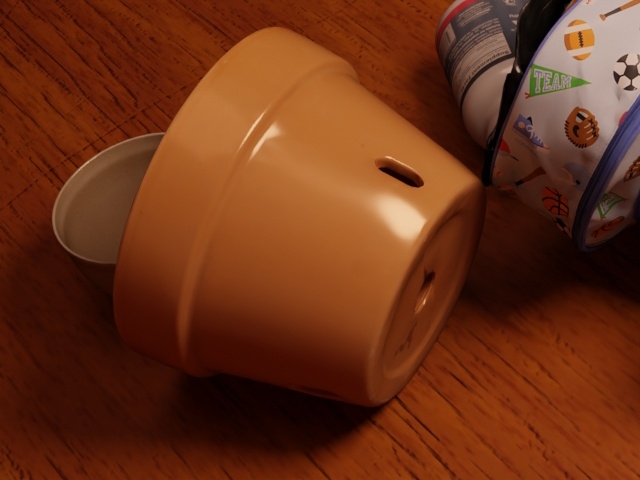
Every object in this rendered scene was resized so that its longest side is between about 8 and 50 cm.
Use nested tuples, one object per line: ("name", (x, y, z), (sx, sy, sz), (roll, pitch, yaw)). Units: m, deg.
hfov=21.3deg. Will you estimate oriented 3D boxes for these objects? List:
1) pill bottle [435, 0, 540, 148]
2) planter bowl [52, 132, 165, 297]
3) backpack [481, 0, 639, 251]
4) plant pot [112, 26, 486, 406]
("pill bottle", (0.174, -0.140, 1.539), (0.108, 0.108, 0.180), (-17, 44, 2))
("planter bowl", (-0.143, -0.002, 1.510), (0.162, 0.109, 0.162), (-11, 44, 10))
("backpack", (0.258, -0.114, 1.330), (0.263, 0.276, 0.213), (-36, 61, -23))
("plant pot", (0.000, 0.000, 1.357), (0.203, 0.291, 0.291), (25, 57, 18))
